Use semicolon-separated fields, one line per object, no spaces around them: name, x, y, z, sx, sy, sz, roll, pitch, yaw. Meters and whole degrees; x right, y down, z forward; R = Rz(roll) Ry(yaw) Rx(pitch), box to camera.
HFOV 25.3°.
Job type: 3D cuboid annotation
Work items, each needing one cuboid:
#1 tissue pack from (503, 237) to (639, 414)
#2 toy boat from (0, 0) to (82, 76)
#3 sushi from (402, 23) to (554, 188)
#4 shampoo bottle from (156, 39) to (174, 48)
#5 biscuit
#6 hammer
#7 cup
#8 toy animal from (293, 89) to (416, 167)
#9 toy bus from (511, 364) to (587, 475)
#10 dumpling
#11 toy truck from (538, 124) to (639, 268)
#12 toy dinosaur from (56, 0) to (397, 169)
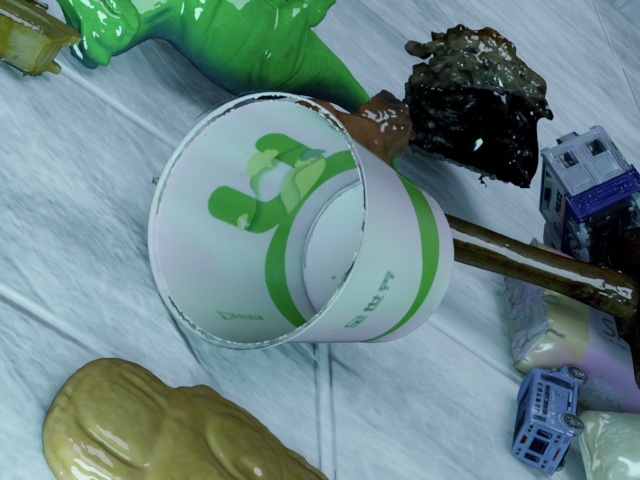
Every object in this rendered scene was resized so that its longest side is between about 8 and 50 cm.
tissue pack;0.369;0.140;1.942;0.256;0.123;0.215;27;32;-19
toy boat;-0.354;-0.241;1.461;0.226;0.068;0.088;26;27;-31
sushi;0.230;-0.202;2.059;0.225;0.219;0.238;19;-3;15
shampoo bottle;-0.156;-0.266;1.784;0.192;0.074;0.074;23;34;-44
biscuit;-0.074;0.241;1.212;0.376;0.051;0.269;40;28;-14
hammer;0.300;0.039;1.818;0.408;0.095;0.242;19;38;-15
cup;0.000;0.000;1.463;0.274;0.253;0.253;17;38;-56
toy animal;0.024;-0.117;1.741;0.312;0.097;0.158;5;85;-54
toy bus;0.280;0.210;1.756;0.076;0.073;0.167;22;27;2
dumpling;0.406;0.301;1.791;0.216;0.126;0.166;42;50;-37
toy truck;0.386;-0.030;2.070;0.268;0.124;0.155;81;-17;-60
toy dinosaur;-0.080;-0.177;1.737;0.374;0.144;0.500;-40;123;-28
